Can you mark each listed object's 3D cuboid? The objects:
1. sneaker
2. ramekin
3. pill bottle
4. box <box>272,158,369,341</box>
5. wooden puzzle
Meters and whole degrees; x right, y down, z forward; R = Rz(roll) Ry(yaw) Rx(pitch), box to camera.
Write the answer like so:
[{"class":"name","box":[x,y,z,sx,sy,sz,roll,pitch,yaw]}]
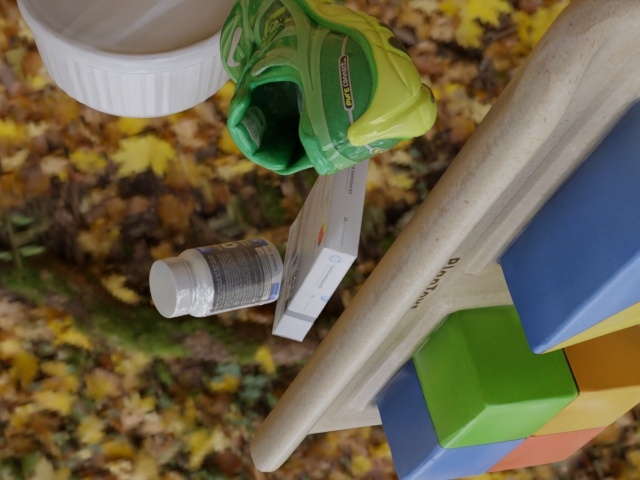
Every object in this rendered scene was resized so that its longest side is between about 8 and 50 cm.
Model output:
[{"class":"sneaker","box":[-0.028,-0.123,0.932,0.124,0.109,0.295,-34,-154,-10]},{"class":"ramekin","box":[-0.204,-0.257,1.410,0.273,0.272,0.127,-15,145,-15]},{"class":"pill bottle","box":[-0.117,0.043,1.393,0.137,0.078,0.078,-10,163,-34]},{"class":"box","box":[0.000,0.000,1.302,0.038,0.145,0.186,15,145,-10]},{"class":"wooden puzzle","box":[0.172,0.020,0.541,0.348,0.080,0.322,-8,152,-26]}]
